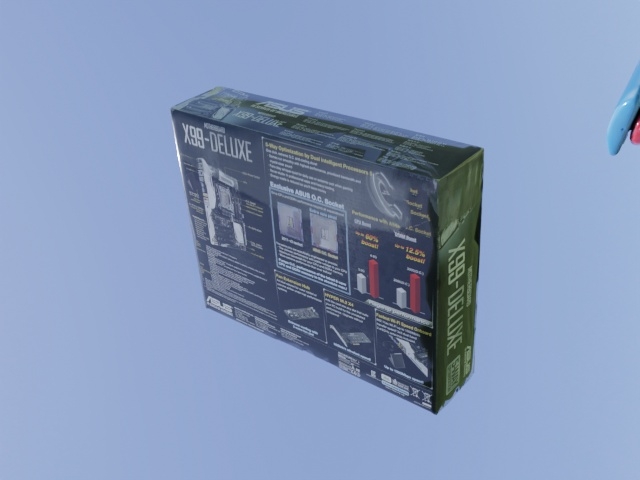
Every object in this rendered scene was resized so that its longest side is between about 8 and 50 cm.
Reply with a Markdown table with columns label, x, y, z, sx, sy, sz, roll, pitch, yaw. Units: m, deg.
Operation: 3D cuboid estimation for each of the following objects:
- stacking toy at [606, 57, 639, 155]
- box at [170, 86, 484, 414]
| label | x | y | z | sx | sy | sz | roll | pitch | yaw |
| --- | --- | --- | --- | --- | --- | --- | --- | --- | --- |
| stacking toy | 0.627 | -0.187 | 1.195 | 0.166 | 0.301 | 0.175 | -56 | -20 | -24 |
| box | 0.000 | 0.000 | 0.732 | 0.076 | 0.307 | 0.243 | -35 | -48 | -41 |
